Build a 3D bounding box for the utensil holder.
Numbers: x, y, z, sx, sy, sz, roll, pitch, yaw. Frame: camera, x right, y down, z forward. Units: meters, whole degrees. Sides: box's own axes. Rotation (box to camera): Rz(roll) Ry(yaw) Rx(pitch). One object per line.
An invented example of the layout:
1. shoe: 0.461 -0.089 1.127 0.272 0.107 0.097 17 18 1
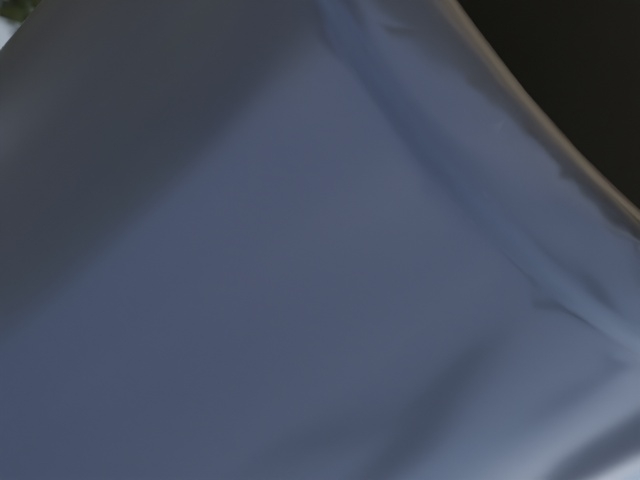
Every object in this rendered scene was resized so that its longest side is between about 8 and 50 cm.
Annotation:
1. utensil holder: 0.000 0.000 0.642 0.328 0.385 0.327 30 -141 -28
